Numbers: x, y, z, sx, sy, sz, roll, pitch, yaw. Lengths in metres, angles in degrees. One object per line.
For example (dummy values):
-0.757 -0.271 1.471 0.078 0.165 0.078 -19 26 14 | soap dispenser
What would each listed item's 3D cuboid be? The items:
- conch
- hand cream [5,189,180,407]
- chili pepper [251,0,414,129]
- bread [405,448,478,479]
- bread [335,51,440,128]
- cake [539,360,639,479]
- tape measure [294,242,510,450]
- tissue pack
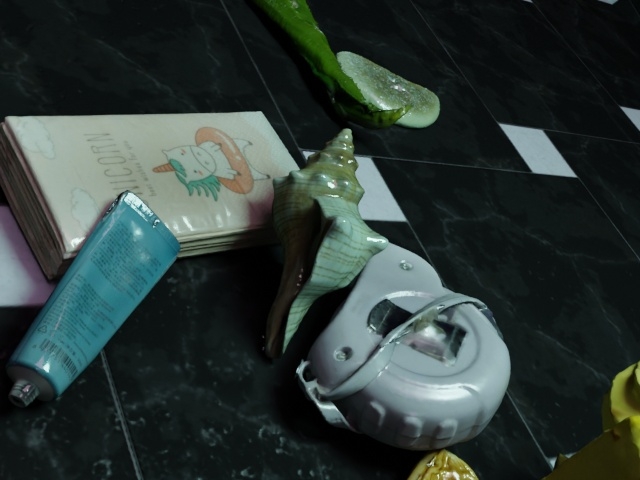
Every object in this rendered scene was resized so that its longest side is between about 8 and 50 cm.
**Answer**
0.012 -0.005 0.891 0.114 0.137 0.233 8 63 -26 | conch
-0.201 0.052 0.760 0.083 0.048 0.224 50 45 -22 | hand cream
0.007 -0.277 1.298 0.085 0.076 0.359 -20 58 -27 | chili pepper
0.114 0.252 0.832 0.083 0.044 0.111 44 39 5 | bread
0.110 -0.228 1.358 0.193 0.036 0.112 22 40 -17 | bread
0.329 0.279 0.819 0.223 0.227 0.286 17 41 -23 | cake
0.094 0.118 0.887 0.197 0.120 0.236 23 40 11 | tape measure
-0.163 -0.060 0.926 0.325 0.071 0.170 -9 60 -44 | tissue pack
